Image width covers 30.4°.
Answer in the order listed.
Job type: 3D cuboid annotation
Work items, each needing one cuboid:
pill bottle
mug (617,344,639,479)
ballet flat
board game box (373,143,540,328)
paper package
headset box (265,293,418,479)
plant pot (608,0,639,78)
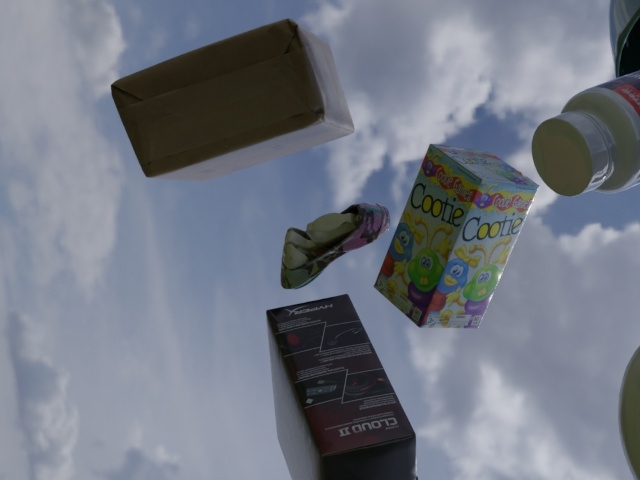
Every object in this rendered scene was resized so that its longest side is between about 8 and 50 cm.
[{"bbox_3d":[0.307,-0.110,1.179,0.108,0.193,0.108,35,-44,42],"label":"pill bottle"},{"bbox_3d":[0.434,0.120,1.023,0.276,0.374,0.328,-146,-146,-76],"label":"mug"},{"bbox_3d":[0.000,0.000,1.678,0.221,0.079,0.076,-30,-132,37],"label":"ballet flat"},{"bbox_3d":[0.226,-0.004,1.982,0.142,0.144,0.275,42,-61,45],"label":"board game box"},{"bbox_3d":[-0.126,-0.213,1.872,0.325,0.310,0.168,-16,89,-79],"label":"paper package"},{"bbox_3d":[0.027,0.237,1.361,0.293,0.110,0.218,-116,-162,-53],"label":"headset box"},{"bbox_3d":[0.549,-0.326,1.690,0.235,0.293,0.293,-91,-169,-48],"label":"plant pot"}]
